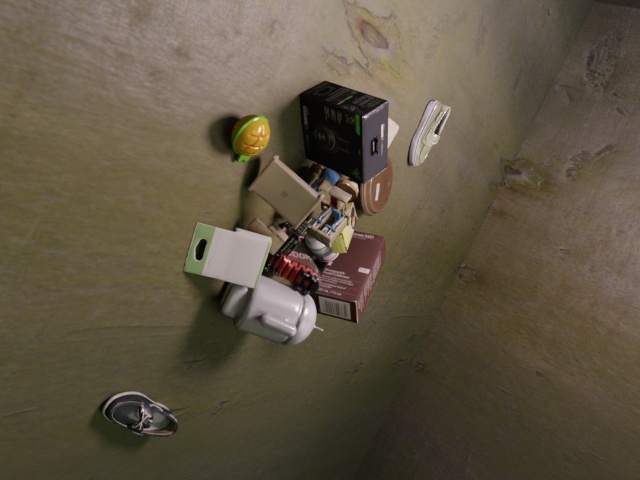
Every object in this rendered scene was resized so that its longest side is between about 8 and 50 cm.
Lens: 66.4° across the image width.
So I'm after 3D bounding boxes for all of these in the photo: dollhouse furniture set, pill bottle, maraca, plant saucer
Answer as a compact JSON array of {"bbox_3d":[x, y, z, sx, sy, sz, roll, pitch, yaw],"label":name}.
[{"bbox_3d":[-0.113,-0.157,1.664,0.286,0.198,0.303,-47,-176,21],"label":"dollhouse furniture set"},{"bbox_3d":[0.019,-0.094,1.727,0.129,0.129,0.183,-50,160,-23],"label":"dollhouse furniture set"},{"bbox_3d":[0.000,0.000,1.893,0.108,0.108,0.180,-52,146,-12],"label":"pill bottle"},{"bbox_3d":[-0.202,-0.291,1.414,0.127,0.099,0.185,-34,165,-19],"label":"maraca"},{"bbox_3d":[0.239,-0.235,2.028,0.278,0.041,0.277,-36,132,-52],"label":"plant saucer"}]

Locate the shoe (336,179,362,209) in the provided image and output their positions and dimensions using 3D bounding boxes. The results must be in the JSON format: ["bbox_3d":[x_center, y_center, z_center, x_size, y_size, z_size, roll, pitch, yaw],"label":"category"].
[{"bbox_3d":[0.122,-0.194,1.958,0.219,0.077,0.058,43,43,-57],"label":"shoe"}]

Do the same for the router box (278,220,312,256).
[{"bbox_3d":[-0.084,-0.008,1.661,0.092,0.038,0.122,-46,-175,27],"label":"router box"}]

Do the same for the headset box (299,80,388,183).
[{"bbox_3d":[0.086,-0.347,1.579,0.131,0.283,0.246,-38,142,-31],"label":"headset box"}]

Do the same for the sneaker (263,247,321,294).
[{"bbox_3d":[-0.112,0.077,1.707,0.097,0.276,0.135,-57,-179,25],"label":"sneaker"}]

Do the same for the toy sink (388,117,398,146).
[{"bbox_3d":[0.154,-0.362,1.799,0.153,0.131,0.234,13,109,-56],"label":"toy sink"}]

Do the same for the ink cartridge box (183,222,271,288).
[{"bbox_3d":[-0.289,0.043,1.528,0.235,0.056,0.171,16,105,-13],"label":"ink cartridge box"}]

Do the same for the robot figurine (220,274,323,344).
[{"bbox_3d":[-0.164,0.241,1.693,0.354,0.300,0.199,23,101,-17],"label":"robot figurine"}]

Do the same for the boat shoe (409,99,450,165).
[{"bbox_3d":[0.486,-0.473,2.190,0.109,0.094,0.302,-8,121,-51],"label":"boat shoe"}]

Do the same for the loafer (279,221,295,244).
[{"bbox_3d":[-0.119,0.035,1.787,0.080,0.078,0.219,-23,132,-43],"label":"loafer"}]

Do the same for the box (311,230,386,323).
[{"bbox_3d":[0.123,0.134,1.976,0.381,0.191,0.143,-60,154,-43],"label":"box"}]

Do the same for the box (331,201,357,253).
[{"bbox_3d":[0.091,-0.053,1.909,0.232,0.058,0.087,-68,147,-49],"label":"box"}]

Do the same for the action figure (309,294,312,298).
[{"bbox_3d":[-0.091,0.295,1.974,0.276,0.141,0.164,-38,153,-32],"label":"action figure"}]

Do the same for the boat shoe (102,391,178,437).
[{"bbox_3d":[-0.570,0.571,1.584,0.114,0.091,0.302,-56,147,-7],"label":"boat shoe"}]
